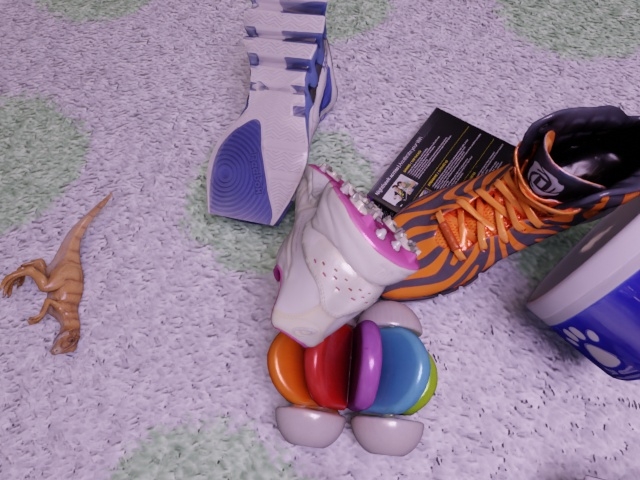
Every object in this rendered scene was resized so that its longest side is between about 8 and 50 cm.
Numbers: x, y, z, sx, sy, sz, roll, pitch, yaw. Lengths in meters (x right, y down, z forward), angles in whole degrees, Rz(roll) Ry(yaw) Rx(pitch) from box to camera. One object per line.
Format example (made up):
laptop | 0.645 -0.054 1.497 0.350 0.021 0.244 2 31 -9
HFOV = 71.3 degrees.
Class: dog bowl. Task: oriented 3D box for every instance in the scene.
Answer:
dog bowl | 0.335 0.006 0.430 0.265 0.265 0.104 -40 70 -14

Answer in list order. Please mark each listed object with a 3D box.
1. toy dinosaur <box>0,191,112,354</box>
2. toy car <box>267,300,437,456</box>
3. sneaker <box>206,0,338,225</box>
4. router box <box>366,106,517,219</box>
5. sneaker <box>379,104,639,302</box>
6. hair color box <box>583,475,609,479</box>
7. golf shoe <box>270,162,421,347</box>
toy dinosaur | -0.336 0.041 0.580 0.112 0.064 0.211 2 73 -15
toy car | 0.033 0.130 0.460 0.182 0.136 0.159 4 65 6
sneaker | -0.041 -0.172 0.620 0.127 0.182 0.315 15 96 13
router box | 0.165 -0.082 0.603 0.133 0.046 0.179 34 72 17
sneaker | 0.177 -0.040 0.448 0.321 0.180 0.124 -29 74 8
hair color box | 0.276 0.372 0.298 0.174 0.105 0.347 -8 54 42
golf shoe | 0.000 0.000 0.473 0.115 0.306 0.140 38 100 -10
